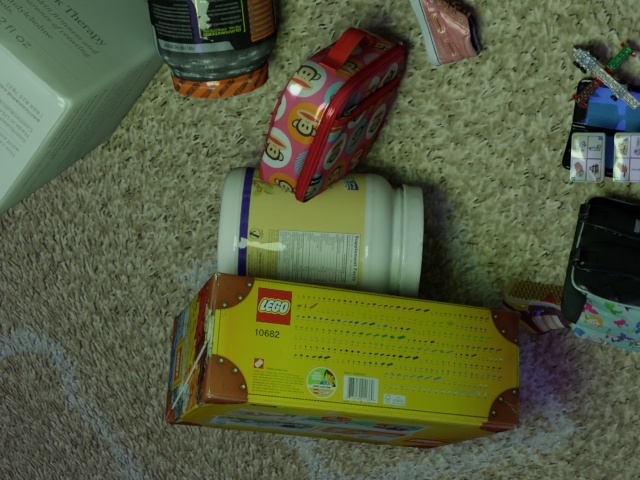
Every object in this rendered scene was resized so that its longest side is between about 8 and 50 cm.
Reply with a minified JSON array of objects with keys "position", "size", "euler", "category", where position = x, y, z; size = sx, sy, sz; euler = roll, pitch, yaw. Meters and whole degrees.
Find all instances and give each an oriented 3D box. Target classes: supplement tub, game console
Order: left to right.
[{"position":[-0.179,-0.415,1.774],"size":[0.207,0.207,0.337],"euler":[7,119,21],"category":"supplement tub"},{"position":[0.000,0.000,1.867],"size":[0.332,0.241,0.241],"euler":[3,120,0],"category":"supplement tub"},{"position":[0.457,-0.169,1.701],"size":[0.144,0.124,0.085],"euler":[12,152,19],"category":"game console"}]

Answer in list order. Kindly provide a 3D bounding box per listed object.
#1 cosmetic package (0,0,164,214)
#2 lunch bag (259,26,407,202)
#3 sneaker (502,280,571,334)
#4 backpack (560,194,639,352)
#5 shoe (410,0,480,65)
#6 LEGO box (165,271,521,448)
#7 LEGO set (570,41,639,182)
[{"position":[-0.507,-0.307,1.867],"size":[0.329,0.393,0.327],"euler":[43,126,-3],"category":"cosmetic package"},{"position":[0.026,-0.220,1.741],"size":[0.120,0.293,0.258],"euler":[30,126,13],"category":"lunch bag"},{"position":[0.408,0.128,1.906],"size":[0.186,0.069,0.083],"euler":[15,131,23],"category":"sneaker"},{"position":[0.516,0.064,1.723],"size":[0.254,0.225,0.191],"euler":[11,143,14],"category":"backpack"},{"position":[0.195,-0.363,1.726],"size":[0.081,0.063,0.178],"euler":[-7,120,26],"category":"shoe"},{"position":[0.026,0.214,1.816],"size":[0.501,0.193,0.372],"euler":[8,163,-15],"category":"LEGO box"},{"position":[0.475,-0.211,1.671],"size":[0.183,0.060,0.244],"euler":[1,102,15],"category":"LEGO set"}]
